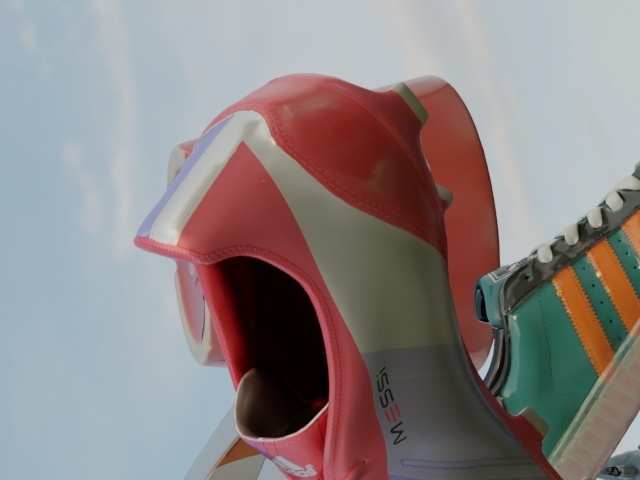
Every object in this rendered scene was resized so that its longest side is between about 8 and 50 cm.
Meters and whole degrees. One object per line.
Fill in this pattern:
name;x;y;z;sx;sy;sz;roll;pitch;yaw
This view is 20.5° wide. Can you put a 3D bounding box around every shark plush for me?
shark plush;0.292;0.206;1.644;0.067;0.161;0.073;-1;-81;-42

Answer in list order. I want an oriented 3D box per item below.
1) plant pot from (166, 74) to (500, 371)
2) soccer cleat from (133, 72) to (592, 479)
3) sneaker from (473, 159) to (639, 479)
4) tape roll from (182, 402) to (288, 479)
plant pot;0.000;0.000;1.552;0.275;0.243;0.275;173;90;-78
soccer cleat;0.021;0.064;0.552;0.095;0.083;0.248;-43;-56;-32
sneaker;0.164;0.026;1.067;0.302;0.121;0.108;-59;-6;-5
tape roll;-0.021;0.140;0.758;0.072;0.219;0.219;32;-144;-10
